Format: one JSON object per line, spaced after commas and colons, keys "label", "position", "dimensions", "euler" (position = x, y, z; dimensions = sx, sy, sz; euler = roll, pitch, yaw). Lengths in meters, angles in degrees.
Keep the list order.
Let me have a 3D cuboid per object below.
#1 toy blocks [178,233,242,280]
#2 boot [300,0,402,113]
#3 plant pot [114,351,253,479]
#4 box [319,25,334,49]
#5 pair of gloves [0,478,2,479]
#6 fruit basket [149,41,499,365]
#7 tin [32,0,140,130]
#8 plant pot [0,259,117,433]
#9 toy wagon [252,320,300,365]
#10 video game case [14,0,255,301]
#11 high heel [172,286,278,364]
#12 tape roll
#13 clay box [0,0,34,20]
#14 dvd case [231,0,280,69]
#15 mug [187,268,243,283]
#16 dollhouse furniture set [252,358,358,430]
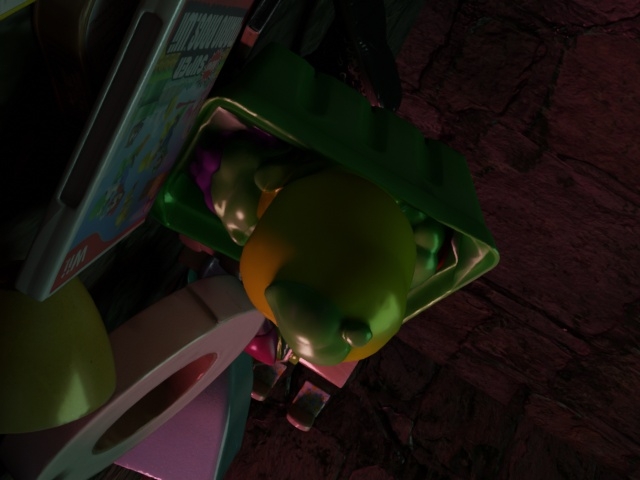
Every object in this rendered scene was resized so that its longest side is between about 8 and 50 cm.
{"label": "toy blocks", "position": [-0.049, -0.029, 1.039], "dimensions": [0.289, 0.260, 0.309], "euler": [-58, 177, -28]}
{"label": "boot", "position": [0.014, -0.292, 0.967], "dimensions": [0.178, 0.237, 0.085], "euler": [3, -150, 44]}
{"label": "plant pot", "position": [-0.258, 0.289, 1.248], "dimensions": [0.247, 0.247, 0.252], "euler": [-41, 149, -82]}
{"label": "box", "position": [0.005, -0.291, 1.233], "dimensions": [0.233, 0.059, 0.183], "euler": [-58, 178, 10]}
{"label": "pair of gloves", "position": [-0.376, 0.301, 0.647], "dimensions": [0.198, 0.023, 0.159], "euler": [-68, 160, -71]}
{"label": "fruit basket", "position": [0.000, 0.000, 0.712], "dimensions": [0.283, 0.392, 0.392], "euler": [-43, -170, 49]}
{"label": "tin", "position": [-0.142, -0.141, 0.452], "dimensions": [0.106, 0.040, 0.190], "euler": [-62, 179, -24]}
{"label": "plant pot", "position": [-0.226, 0.070, 0.500], "dimensions": [0.134, 0.134, 0.095], "euler": [-51, 150, -71]}
{"label": "toy wagon", "position": [-0.108, 0.095, 1.311], "dimensions": [0.344, 0.267, 0.068], "euler": [-60, 177, 27]}
{"label": "video game case", "position": [-0.120, -0.107, 0.488], "dimensions": [0.285, 0.025, 0.204], "euler": [-58, -175, 18]}
{"label": "high heel", "position": [-0.169, 0.143, 1.121], "dimensions": [0.082, 0.244, 0.117], "euler": [-31, 117, -47]}
{"label": "tape roll", "position": [-0.243, 0.198, 0.892], "dimensions": [0.392, 0.072, 0.392], "euler": [-40, 168, -11]}
{"label": "clay box", "position": [-0.109, -0.188, 0.282], "dimensions": [0.222, 0.053, 0.127], "euler": [-58, 179, -42]}
{"label": "dvd case", "position": [-0.036, -0.260, 0.650], "dimensions": [0.165, 0.018, 0.221], "euler": [-58, -167, 0]}
{"label": "mug", "position": [-0.183, 0.065, 1.226], "dimensions": [0.157, 0.129, 0.097], "euler": [-19, -159, 30]}
{"label": "dollhouse furniture set", "position": [-0.091, 0.206, 1.523], "dimensions": [0.362, 0.394, 0.256], "euler": [-59, 177, 7]}
